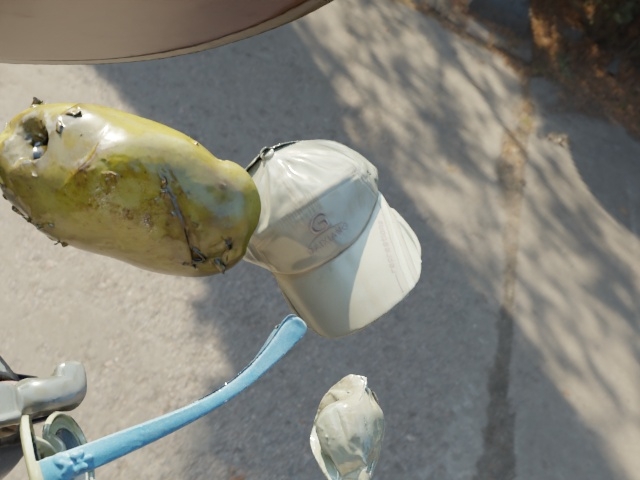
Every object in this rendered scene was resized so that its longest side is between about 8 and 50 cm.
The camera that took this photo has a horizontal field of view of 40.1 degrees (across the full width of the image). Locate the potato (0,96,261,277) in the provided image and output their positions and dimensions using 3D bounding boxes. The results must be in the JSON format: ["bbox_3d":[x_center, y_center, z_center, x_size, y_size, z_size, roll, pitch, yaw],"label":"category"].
[{"bbox_3d":[-0.215,-0.058,0.971,0.300,0.173,0.140,21,39,-7],"label":"potato"}]

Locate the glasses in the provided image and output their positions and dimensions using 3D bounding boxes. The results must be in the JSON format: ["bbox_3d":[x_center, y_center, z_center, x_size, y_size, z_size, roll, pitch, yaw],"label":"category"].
[{"bbox_3d":[-0.121,0.111,0.640,0.220,0.189,0.088,-41,85,-10],"label":"glasses"}]

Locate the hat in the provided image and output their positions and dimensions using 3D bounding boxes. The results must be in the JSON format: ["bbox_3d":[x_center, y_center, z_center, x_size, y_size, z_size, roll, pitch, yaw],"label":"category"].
[{"bbox_3d":[0.000,0.000,1.096,0.226,0.219,0.164,59,6,38],"label":"hat"}]

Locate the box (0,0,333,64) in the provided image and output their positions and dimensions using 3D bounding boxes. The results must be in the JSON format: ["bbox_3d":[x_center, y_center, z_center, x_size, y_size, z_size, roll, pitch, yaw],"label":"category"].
[{"bbox_3d":[-0.128,-0.195,0.295,0.301,0.301,0.216,-4,88,-34],"label":"box"}]

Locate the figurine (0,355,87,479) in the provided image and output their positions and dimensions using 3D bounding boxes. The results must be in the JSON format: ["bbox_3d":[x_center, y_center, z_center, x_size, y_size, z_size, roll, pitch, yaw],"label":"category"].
[{"bbox_3d":[-0.323,0.139,0.644,0.308,0.308,0.143,12,81,-23],"label":"figurine"}]

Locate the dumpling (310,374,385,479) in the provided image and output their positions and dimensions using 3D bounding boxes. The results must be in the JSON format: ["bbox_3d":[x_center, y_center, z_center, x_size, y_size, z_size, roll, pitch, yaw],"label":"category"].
[{"bbox_3d":[0.043,0.336,1.521,0.118,0.136,0.199,41,39,-54],"label":"dumpling"}]
